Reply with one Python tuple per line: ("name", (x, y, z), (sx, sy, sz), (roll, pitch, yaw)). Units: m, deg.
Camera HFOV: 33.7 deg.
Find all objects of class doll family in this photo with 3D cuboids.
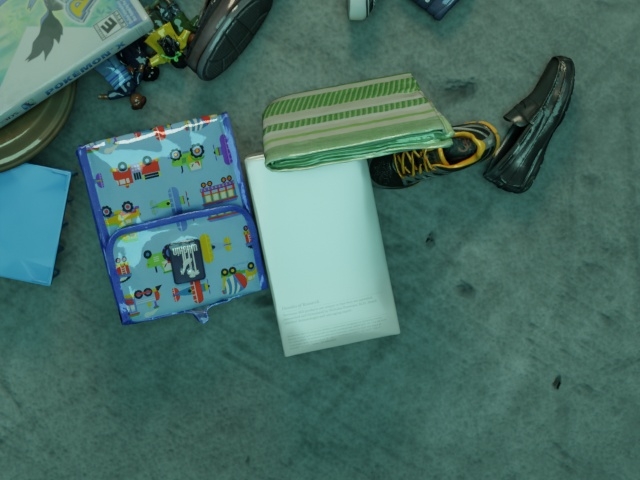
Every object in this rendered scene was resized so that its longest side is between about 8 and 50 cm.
("doll family", (-0.258, -0.278, 1.584), (0.193, 0.076, 0.111), (-37, 101, 6))

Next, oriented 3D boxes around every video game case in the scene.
("video game case", (-0.444, -0.351, 1.516), (0.300, 0.036, 0.329), (-33, 74, -1))

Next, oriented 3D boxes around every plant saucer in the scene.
("plant saucer", (-0.496, -0.226, 1.535), (0.278, 0.041, 0.278), (-1, 71, 2))

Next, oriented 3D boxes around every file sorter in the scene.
("file sorter", (-0.437, -0.032, 1.581), (0.118, 0.104, 0.170), (12, 95, -3))

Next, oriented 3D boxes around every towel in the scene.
("towel", (0.040, -0.168, 1.484), (0.248, 0.325, 0.038), (-10, 112, -1))

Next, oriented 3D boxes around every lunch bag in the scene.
("lunch bag", (-0.215, -0.019, 1.557), (0.221, 0.138, 0.293), (-15, 95, -13))

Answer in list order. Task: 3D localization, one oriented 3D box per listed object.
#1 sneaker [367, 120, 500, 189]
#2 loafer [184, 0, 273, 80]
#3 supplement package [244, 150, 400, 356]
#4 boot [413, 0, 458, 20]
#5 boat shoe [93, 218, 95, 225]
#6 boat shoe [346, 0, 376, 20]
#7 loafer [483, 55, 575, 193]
("sneaker", (0.162, -0.130, 1.599), (0.215, 0.083, 0.084), (-18, 98, 17))
("loafer", (-0.118, -0.380, 1.574), (0.095, 0.109, 0.302), (34, 87, 13))
("supplement package", (0.000, 0.000, 1.570), (0.175, 0.177, 0.293), (-12, 97, -1))
("boot", (0.207, -0.429, 1.597), (0.086, 0.069, 0.190), (38, 101, -13))
("boat shoe", (-0.282, -0.026, 1.619), (0.135, 0.045, 0.050), (6, 95, -4))
("boat shoe", (0.098, -0.474, 1.566), (0.102, 0.108, 0.301), (8, 89, -2))
("loafer", (0.320, -0.182, 1.617), (0.078, 0.076, 0.223), (21, 98, -13))
